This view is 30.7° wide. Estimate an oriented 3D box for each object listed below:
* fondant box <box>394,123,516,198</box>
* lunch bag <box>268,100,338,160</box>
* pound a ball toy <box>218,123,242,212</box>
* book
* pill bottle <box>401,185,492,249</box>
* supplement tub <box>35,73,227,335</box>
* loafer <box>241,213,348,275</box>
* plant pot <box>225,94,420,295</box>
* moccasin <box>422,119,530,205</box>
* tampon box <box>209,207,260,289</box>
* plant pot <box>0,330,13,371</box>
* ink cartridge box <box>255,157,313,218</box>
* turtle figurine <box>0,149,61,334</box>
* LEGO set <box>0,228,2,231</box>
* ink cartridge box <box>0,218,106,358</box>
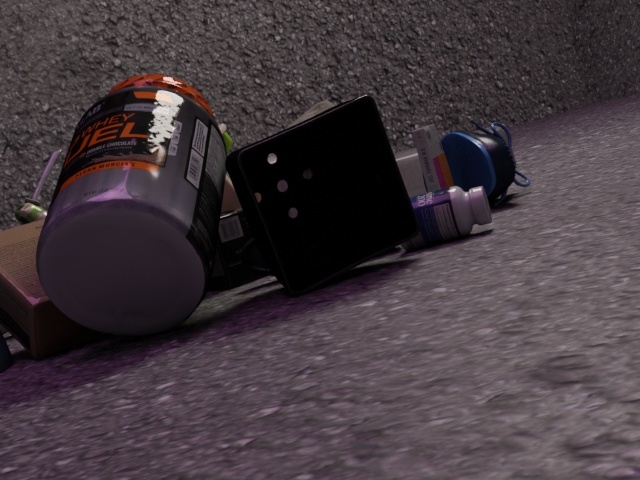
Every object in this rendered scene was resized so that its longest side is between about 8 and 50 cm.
[{"bbox_3d":[0.244,-0.145,2.279,0.238,0.096,0.330,-14,7,16],"label":"fondant box"},{"bbox_3d":[-0.017,-0.142,2.221,0.235,0.169,0.287,-42,1,6],"label":"lunch bag"},{"bbox_3d":[-0.193,-0.040,1.920,0.319,0.208,0.135,-26,23,32],"label":"pound a ball toy"},{"bbox_3d":[0.173,-0.100,1.747,0.035,0.144,0.096,-14,5,16],"label":"book"},{"bbox_3d":[0.158,-0.033,1.512,0.120,0.067,0.067,-14,6,14],"label":"pill bottle"},{"bbox_3d":[-0.226,-0.058,1.465,0.207,0.207,0.338,-15,35,11],"label":"supplement tub"},{"bbox_3d":[0.000,0.000,1.572,0.223,0.076,0.078,-12,-2,1],"label":"loafer"},{"bbox_3d":[-0.017,-0.062,1.458,0.187,0.188,0.167,-26,15,-18],"label":"plant pot"},{"bbox_3d":[0.254,-0.128,1.869,0.117,0.137,0.342,-12,6,-9],"label":"moccasin"},{"bbox_3d":[-0.145,0.011,1.736,0.120,0.101,0.161,-19,7,-37],"label":"tampon box"},{"bbox_3d":[-0.557,0.105,1.461,0.290,0.195,0.290,-15,6,2],"label":"plant pot"},{"bbox_3d":[-0.006,-0.065,1.817,0.219,0.160,0.092,-19,7,-19],"label":"ink cartridge box"},{"bbox_3d":[-0.467,0.044,1.875,0.266,0.274,0.198,-25,-24,-37],"label":"turtle figurine"},{"bbox_3d":[-0.712,0.103,2.340,0.255,0.192,0.331,-45,0,4],"label":"LEGO set"},{"bbox_3d":[-0.328,0.046,1.567,0.235,0.088,0.193,-19,37,-35],"label":"ink cartridge box"}]
